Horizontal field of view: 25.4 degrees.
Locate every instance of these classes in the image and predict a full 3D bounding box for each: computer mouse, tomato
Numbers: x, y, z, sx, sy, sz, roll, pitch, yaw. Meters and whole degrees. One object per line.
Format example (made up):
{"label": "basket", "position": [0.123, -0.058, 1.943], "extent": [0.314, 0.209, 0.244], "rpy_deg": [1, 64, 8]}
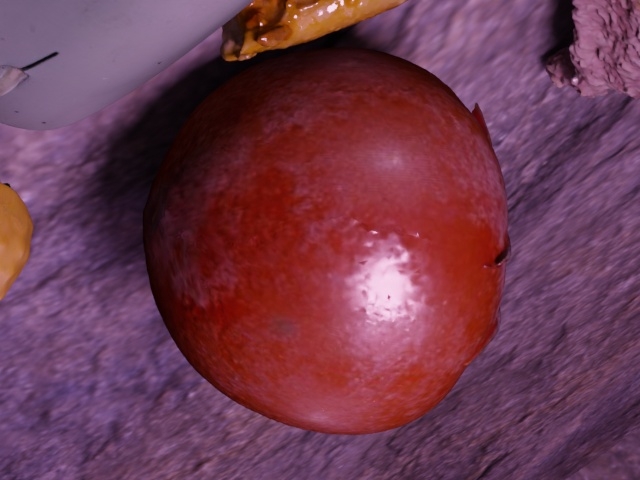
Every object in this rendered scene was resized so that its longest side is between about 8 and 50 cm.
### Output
{"label": "computer mouse", "position": [-0.104, -0.150, 0.733], "extent": [0.288, 0.097, 0.159], "rpy_deg": [-39, 136, 21]}
{"label": "tomato", "position": [0.000, 0.000, 0.966], "extent": [0.264, 0.265, 0.265], "rpy_deg": [-23, 153, -13]}

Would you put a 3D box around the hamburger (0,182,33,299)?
{"label": "hamburger", "position": [-0.257, -0.006, 0.852], "extent": [0.162, 0.115, 0.162], "rpy_deg": [-23, 151, -14]}

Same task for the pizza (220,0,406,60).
{"label": "pizza", "position": [0.065, -0.233, 0.817], "extent": [0.365, 0.074, 0.182], "rpy_deg": [-35, 149, 13]}

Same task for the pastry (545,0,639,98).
{"label": "pastry", "position": [0.242, -0.183, 1.045], "extent": [0.103, 0.112, 0.265], "rpy_deg": [-33, 157, -17]}
